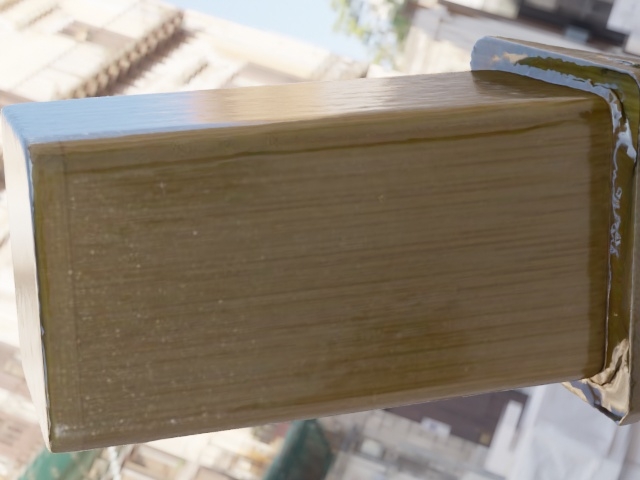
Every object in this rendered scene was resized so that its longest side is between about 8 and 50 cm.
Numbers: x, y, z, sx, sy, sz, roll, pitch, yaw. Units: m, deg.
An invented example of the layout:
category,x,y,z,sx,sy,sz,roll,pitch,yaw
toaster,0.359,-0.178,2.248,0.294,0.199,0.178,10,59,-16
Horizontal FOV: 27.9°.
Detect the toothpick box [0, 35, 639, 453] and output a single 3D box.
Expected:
category,x,y,z,sx,sy,sz,roll,pitch,yaw
toothpick box,0.000,0.000,0.673,0.190,0.308,0.187,-142,49,-66
